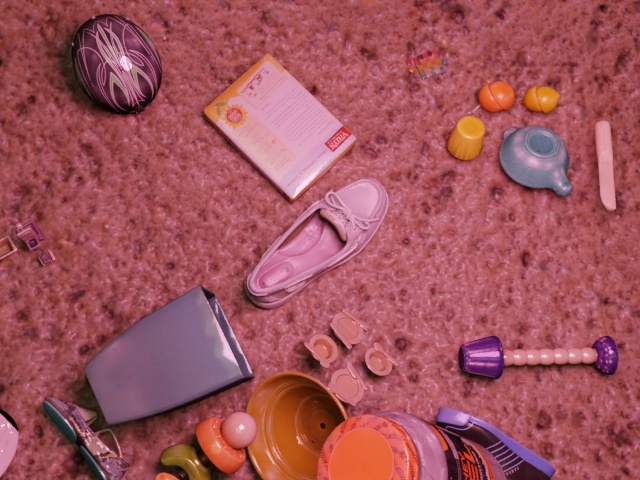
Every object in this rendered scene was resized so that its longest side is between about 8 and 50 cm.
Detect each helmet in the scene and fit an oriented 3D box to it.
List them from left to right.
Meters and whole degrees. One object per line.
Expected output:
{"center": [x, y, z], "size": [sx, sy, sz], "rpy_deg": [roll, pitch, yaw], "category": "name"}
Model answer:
{"center": [-0.365, -0.316, 1.462], "size": [0.169, 0.161, 0.170], "rpy_deg": [1, 77, -4], "category": "helmet"}

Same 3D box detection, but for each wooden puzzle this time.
{"center": [0.213, -0.345, 1.596], "size": [0.083, 0.006, 0.049], "rpy_deg": [-22, 80, -9], "category": "wooden puzzle"}

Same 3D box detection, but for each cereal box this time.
{"center": [-0.076, -0.209, 1.520], "size": [0.173, 0.047, 0.240], "rpy_deg": [-43, 84, -12], "category": "cereal box"}

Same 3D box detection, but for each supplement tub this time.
{"center": [0.143, 0.372, 1.235], "size": [0.193, 0.316, 0.194], "rpy_deg": [-16, 60, 31], "category": "supplement tub"}

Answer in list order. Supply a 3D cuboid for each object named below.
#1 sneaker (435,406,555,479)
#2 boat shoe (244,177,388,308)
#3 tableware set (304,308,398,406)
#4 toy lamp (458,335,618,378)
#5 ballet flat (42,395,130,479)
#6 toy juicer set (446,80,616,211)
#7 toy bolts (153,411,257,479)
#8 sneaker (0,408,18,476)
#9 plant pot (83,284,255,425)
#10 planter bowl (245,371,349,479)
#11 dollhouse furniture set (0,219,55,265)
{"center": [0.291, 0.377, 1.399], "size": [0.232, 0.081, 0.090], "rpy_deg": [31, 69, 1], "category": "sneaker"}
{"center": [-0.003, -0.001, 1.450], "size": [0.320, 0.103, 0.118], "rpy_deg": [-37, 83, -11], "category": "boat shoe"}
{"center": [0.050, 0.199, 1.411], "size": [0.141, 0.020, 0.168], "rpy_deg": [48, 44, 8], "category": "tableware set"}
{"center": [0.385, 0.206, 1.449], "size": [0.274, 0.080, 0.080], "rpy_deg": [-1, 77, -7], "category": "toy lamp"}
{"center": [-0.391, 0.327, 1.373], "size": [0.070, 0.070, 0.188], "rpy_deg": [-38, 85, -12], "category": "ballet flat"}
{"center": [0.422, -0.188, 1.543], "size": [0.329, 0.089, 0.209], "rpy_deg": [25, 63, 10], "category": "toy juicer set"}
{"center": [-0.141, 0.400, 1.292], "size": [0.158, 0.218, 0.228], "rpy_deg": [-38, 89, 9], "category": "toy bolts"}
{"center": [-0.653, 0.413, 1.293], "size": [0.130, 0.236, 0.323], "rpy_deg": [52, 33, -15], "category": "sneaker"}
{"center": [-0.256, 0.209, 1.358], "size": [0.234, 0.165, 0.166], "rpy_deg": [-27, 81, -3], "category": "plant pot"}
{"center": [-0.016, 0.320, 1.362], "size": [0.217, 0.090, 0.217], "rpy_deg": [2, 94, 34], "category": "planter bowl"}
{"center": [-0.538, 0.020, 1.412], "size": [0.114, 0.081, 0.091], "rpy_deg": [-31, 81, -11], "category": "dollhouse furniture set"}
